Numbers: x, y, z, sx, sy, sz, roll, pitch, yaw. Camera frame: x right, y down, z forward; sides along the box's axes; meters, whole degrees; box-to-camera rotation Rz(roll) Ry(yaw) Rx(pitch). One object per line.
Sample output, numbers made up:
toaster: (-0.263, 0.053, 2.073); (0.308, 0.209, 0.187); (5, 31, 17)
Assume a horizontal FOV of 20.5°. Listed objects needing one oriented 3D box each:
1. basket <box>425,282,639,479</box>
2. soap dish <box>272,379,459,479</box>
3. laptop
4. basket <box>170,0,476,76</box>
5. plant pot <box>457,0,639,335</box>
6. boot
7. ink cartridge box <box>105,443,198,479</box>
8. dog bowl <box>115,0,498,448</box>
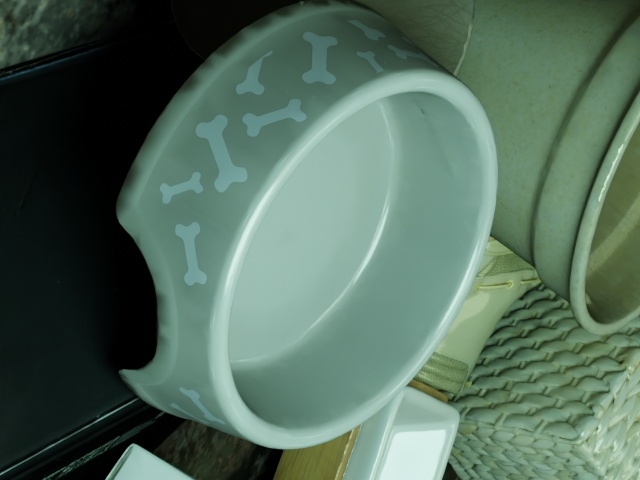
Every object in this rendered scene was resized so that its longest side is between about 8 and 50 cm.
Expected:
basket: (0.344, 0.191, 2.109); (0.328, 0.331, 0.266); (-50, 117, -22)
soap dish: (0.031, 0.278, 1.893); (0.229, 0.118, 0.291); (30, 78, -64)
laptop: (-0.248, 0.076, 1.365); (0.382, 0.236, 0.408); (-26, 165, -49)
basket: (0.000, -0.194, 1.399); (0.227, 0.154, 0.204); (0, 100, -55)
plant pot: (0.201, -0.129, 1.632); (0.334, 0.305, 0.334); (-42, 148, -34)
boot: (0.188, 0.074, 2.039); (0.262, 0.095, 0.203); (3, 112, -59)
ink cartridge box: (-0.088, 0.295, 1.534); (0.129, 0.223, 0.307); (-58, 173, -9)
dog bowl: (0.000, 0.000, 1.323); (0.348, 0.102, 0.349); (-31, 135, -36)
